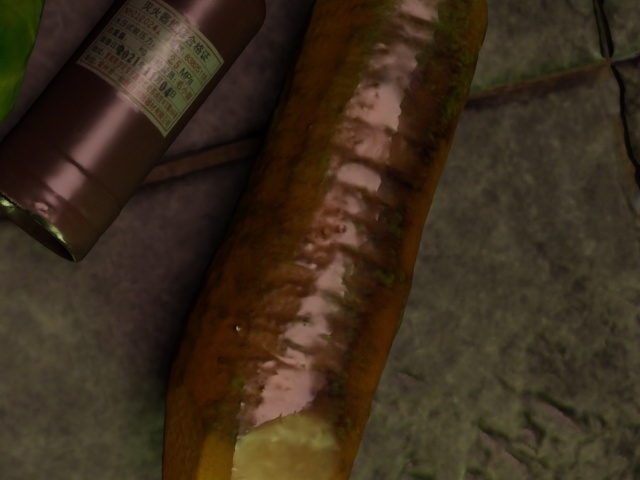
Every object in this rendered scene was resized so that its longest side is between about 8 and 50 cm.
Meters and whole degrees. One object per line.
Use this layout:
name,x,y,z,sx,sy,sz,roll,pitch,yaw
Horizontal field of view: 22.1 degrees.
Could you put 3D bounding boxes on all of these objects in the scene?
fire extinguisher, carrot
fire extinguisher,-0.096,-0.107,0.861,0.099,0.071,0.231,36,79,-7
carrot,0.000,0.000,0.882,0.114,0.114,0.301,23,80,-21

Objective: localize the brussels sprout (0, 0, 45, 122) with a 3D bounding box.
brussels sprout,-0.208,-0.101,0.788,0.149,0.122,0.151,5,91,-24
